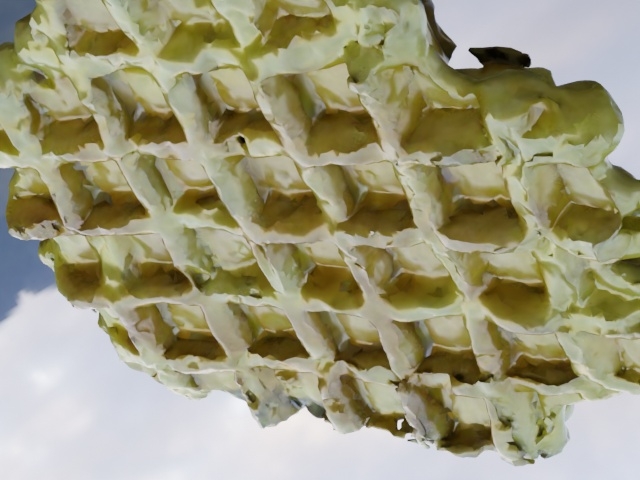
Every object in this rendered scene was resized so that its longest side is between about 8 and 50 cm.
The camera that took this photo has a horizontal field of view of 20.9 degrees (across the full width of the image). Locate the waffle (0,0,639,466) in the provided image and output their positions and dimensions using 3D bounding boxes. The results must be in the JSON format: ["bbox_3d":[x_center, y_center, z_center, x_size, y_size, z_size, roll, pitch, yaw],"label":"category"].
[{"bbox_3d":[0.001,-0.003,0.716,0.060,0.312,0.307,-61,174,-35],"label":"waffle"}]
